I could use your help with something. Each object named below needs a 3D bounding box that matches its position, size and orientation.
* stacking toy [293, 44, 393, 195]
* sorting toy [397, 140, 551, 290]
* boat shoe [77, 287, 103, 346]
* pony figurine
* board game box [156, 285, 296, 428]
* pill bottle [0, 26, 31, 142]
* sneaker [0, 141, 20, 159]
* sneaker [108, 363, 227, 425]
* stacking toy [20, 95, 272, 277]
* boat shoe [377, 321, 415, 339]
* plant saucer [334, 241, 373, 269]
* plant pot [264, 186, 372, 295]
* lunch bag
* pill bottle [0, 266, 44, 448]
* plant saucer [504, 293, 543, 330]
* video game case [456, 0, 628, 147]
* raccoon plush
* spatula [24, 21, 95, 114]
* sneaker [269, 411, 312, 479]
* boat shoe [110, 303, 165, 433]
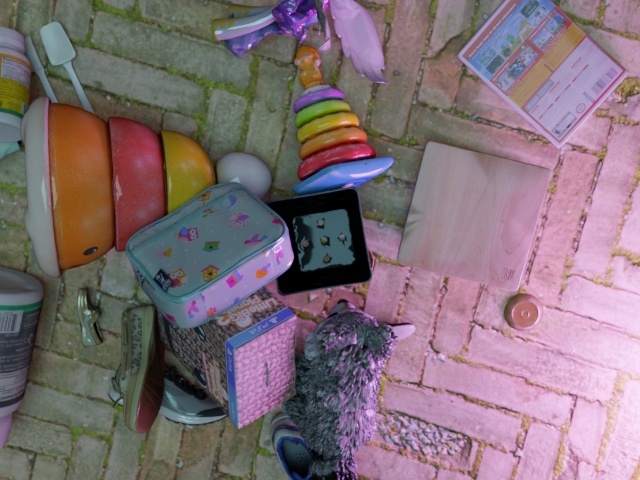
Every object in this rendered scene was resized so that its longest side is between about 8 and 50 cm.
[{"bbox_3d":[0.005,-0.247,1.716,0.175,0.165,0.302,-13,83,-36],"label":"stacking toy"},{"bbox_3d":[0.307,-0.055,1.764,0.255,0.089,0.257,13,102,0],"label":"sorting toy"},{"bbox_3d":[-0.496,0.165,1.856,0.045,0.050,0.136,-3,111,-1],"label":"boat shoe"},{"bbox_3d":[-0.025,-0.467,1.605,0.363,0.303,0.351,-9,78,20],"label":"pony figurine"},{"bbox_3d":[-0.189,0.174,1.679,0.141,0.291,0.232,-27,138,-29],"label":"board game box"},{"bbox_3d":[-0.632,-0.308,1.690,0.117,0.117,0.209,-3,73,3],"label":"pill bottle"},{"bbox_3d":[-0.710,-0.272,1.767,0.151,0.094,0.256,-23,85,-18],"label":"sneaker"},{"bbox_3d":[-0.319,0.327,1.856,0.271,0.100,0.108,15,96,-1],"label":"sneaker"},{"bbox_3d":[-0.330,-0.114,1.697,0.479,0.350,0.351,-4,101,-13],"label":"stacking toy"},{"bbox_3d":[0.140,0.195,1.844,0.125,0.038,0.046,-18,132,6],"label":"boat shoe"},{"bbox_3d":[0.072,0.044,1.829,0.083,0.013,0.084,0,100,2],"label":"plant saucer"},{"bbox_3d":[0.000,0.000,1.736,0.187,0.167,0.188,-10,91,4],"label":"plant pot"},{"bbox_3d":[-0.211,0.019,1.580,0.279,0.224,0.108,-32,143,-21],"label":"lunch bag"},{"bbox_3d":[-0.712,0.248,1.798,0.204,0.204,0.361,15,101,-1],"label":"pill bottle"},{"bbox_3d":[0.437,0.156,1.838,0.083,0.015,0.084,0,101,2],"label":"plant saucer"},{"bbox_3d":[0.447,-0.356,1.733,0.285,0.025,0.204,41,100,-6],"label":"video game case"},{"bbox_3d":[0.076,0.343,1.694,0.216,0.299,0.447,-17,78,-21],"label":"raccoon plush"},{"bbox_3d":[-0.560,-0.311,1.779,0.168,0.019,0.242,-22,99,5],"label":"spatula"},{"bbox_3d":[-0.023,0.518,1.866,0.111,0.131,0.296,-34,99,6],"label":"sneaker"},{"bbox_3d":[-0.381,0.267,1.787,0.089,0.285,0.105,-6,142,9],"label":"boat shoe"}]
